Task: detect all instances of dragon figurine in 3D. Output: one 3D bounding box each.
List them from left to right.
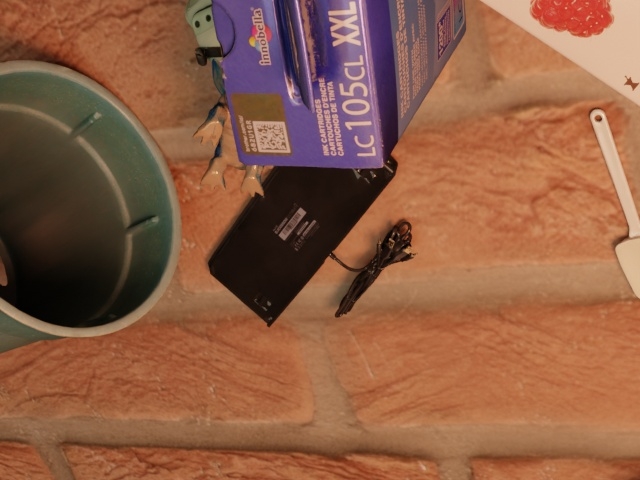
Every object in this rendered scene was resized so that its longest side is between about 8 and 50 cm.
[{"bbox_3d":[-0.083,-0.148,1.273,0.085,0.144,0.289,7,149,3],"label":"dragon figurine"}]

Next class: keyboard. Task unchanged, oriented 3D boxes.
[{"bbox_3d":[0.000,0.000,1.440,0.201,0.033,0.317,42,128,3],"label":"keyboard"}]

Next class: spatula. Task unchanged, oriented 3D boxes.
[{"bbox_3d":[0.388,-0.049,1.248,0.168,0.019,0.242,-12,115,30],"label":"spatula"}]

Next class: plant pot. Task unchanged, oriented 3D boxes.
[{"bbox_3d":[-0.410,0.001,1.450,0.334,0.341,0.341,-26,108,41],"label":"plant pot"}]

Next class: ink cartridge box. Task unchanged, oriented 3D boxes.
[{"bbox_3d":[0.014,-0.241,1.051,0.151,0.395,0.270,4,122,21],"label":"ink cartridge box"}]

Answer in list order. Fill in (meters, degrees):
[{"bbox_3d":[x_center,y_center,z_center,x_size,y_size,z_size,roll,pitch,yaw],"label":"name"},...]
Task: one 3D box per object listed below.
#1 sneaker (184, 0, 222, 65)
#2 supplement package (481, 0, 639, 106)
[{"bbox_3d":[-0.103,-0.297,1.258,0.151,0.094,0.256,-3,118,28],"label":"sneaker"},{"bbox_3d":[0.281,-0.266,1.058,0.293,0.175,0.177,33,128,1],"label":"supplement package"}]
